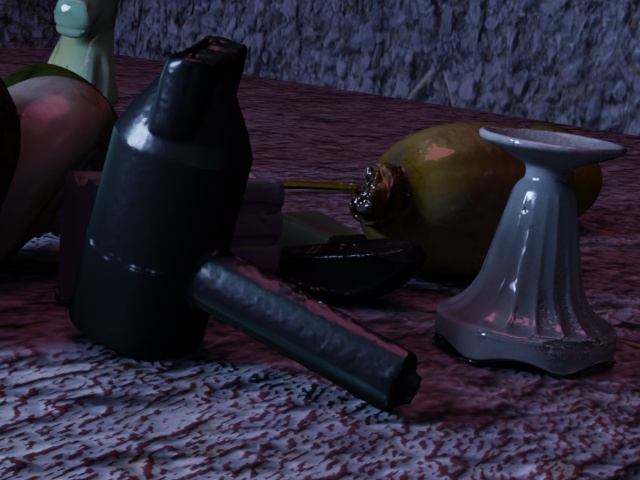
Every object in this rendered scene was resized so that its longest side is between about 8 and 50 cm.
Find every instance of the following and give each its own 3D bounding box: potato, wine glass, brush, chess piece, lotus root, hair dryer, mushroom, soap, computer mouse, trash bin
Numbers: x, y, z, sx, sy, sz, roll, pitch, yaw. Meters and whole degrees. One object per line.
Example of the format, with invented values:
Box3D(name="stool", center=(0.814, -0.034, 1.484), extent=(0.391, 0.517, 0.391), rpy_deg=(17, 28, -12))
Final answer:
Box3D(name="potato", center=(0.295, -0.079, 1.786), extent=(0.157, 0.157, 0.194), rpy_deg=(11, 25, 21))
Box3D(name="wine glass", center=(0.191, 0.006, 1.149), extent=(0.165, 0.196, 0.165), rpy_deg=(8, 13, -2))
Box3D(name="brush", center=(-0.041, -0.082, 1.903), extent=(0.218, 0.010, 0.082), rpy_deg=(2, 12, -26))
Box3D(name="chess piece", center=(-0.323, -0.235, 1.787), extent=(0.176, 0.298, 0.176), rpy_deg=(7, 9, -1))
Box3D(name="lotus root", center=(0.144, -0.046, 1.421), extent=(0.343, 0.169, 0.151), rpy_deg=(-1, 38, -43))
Box3D(name="hair dryer", center=(-0.038, 0.002, 0.994), extent=(0.302, 0.244, 0.116), rpy_deg=(27, 25, 21))
Box3D(name="mushroom", center=(-0.270, -0.045, 1.264), extent=(0.206, 0.209, 0.206), rpy_deg=(-21, 17, 7))
Box3D(name="soap", center=(-0.132, -0.001, 1.187), extent=(0.203, 0.122, 0.065), rpy_deg=(-1, 12, -37))
Box3D(name="computer mouse", center=(0.020, 0.031, 1.284), extent=(0.172, 0.057, 0.099), rpy_deg=(-3, 11, 13))
Box3D(name="trash bin", center=(0.000, 0.000, 1.456), extent=(0.061, 0.043, 0.092), rpy_deg=(-2, 18, -37))

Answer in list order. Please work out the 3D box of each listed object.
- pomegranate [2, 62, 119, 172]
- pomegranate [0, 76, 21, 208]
Box3D(name="pomegranate", center=(-0.281, -0.090, 1.464), extent=(0.225, 0.187, 0.187), rpy_deg=(31, 4, -17))
Box3D(name="pomegranate", center=(-0.399, -0.059, 1.091), extent=(0.285, 0.285, 0.341), rpy_deg=(1, -14, -23))
